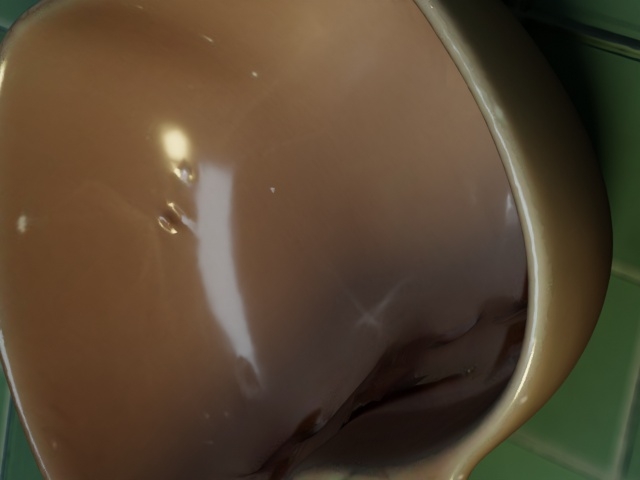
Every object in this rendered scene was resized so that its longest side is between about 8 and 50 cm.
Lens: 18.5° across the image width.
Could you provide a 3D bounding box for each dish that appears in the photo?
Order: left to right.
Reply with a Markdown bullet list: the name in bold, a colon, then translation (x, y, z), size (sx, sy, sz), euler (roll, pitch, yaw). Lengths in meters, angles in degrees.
- **dish**: translation (0.000, 0.000, 0.563), size (0.213, 0.090, 0.213), euler (6, 99, 41)
